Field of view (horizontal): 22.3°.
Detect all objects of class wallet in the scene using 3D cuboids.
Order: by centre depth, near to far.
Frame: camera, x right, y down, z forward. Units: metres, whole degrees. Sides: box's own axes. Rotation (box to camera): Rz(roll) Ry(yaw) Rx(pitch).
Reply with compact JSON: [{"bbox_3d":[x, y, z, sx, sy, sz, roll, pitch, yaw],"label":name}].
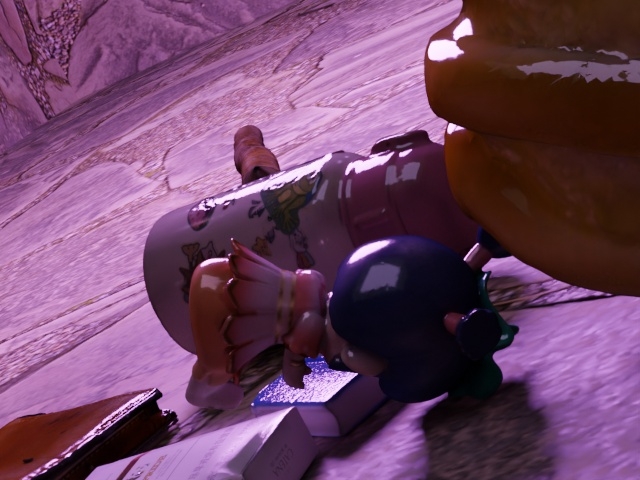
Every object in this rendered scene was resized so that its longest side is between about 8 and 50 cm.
[{"bbox_3d":[-0.210,0.166,1.143,0.195,0.042,0.161,-18,12,42],"label":"wallet"}]

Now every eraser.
[{"bbox_3d":[0.003,0.094,1.006,0.063,0.027,0.085,-39,17,-34],"label":"eraser"}]

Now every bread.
[{"bbox_3d":[0.194,-0.103,0.846,0.316,0.270,0.211,1,-2,24],"label":"bread"}]

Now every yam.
[{"bbox_3d":[-0.074,-0.092,1.814,0.045,0.045,0.327,-6,12,-4],"label":"yam"}]

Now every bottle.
[{"bbox_3d":[0.000,0.000,1.168,0.253,0.120,0.120,-20,16,32],"label":"bottle"}]

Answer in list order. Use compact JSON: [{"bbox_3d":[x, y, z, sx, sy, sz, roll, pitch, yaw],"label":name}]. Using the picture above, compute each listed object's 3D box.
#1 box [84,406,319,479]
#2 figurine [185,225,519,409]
[{"bbox_3d":[-0.085,0.149,0.953,0.154,0.040,0.084,-21,16,28],"label":"box"},{"bbox_3d":[0.017,0.048,0.928,0.195,0.102,0.111,0,41,3],"label":"figurine"}]
